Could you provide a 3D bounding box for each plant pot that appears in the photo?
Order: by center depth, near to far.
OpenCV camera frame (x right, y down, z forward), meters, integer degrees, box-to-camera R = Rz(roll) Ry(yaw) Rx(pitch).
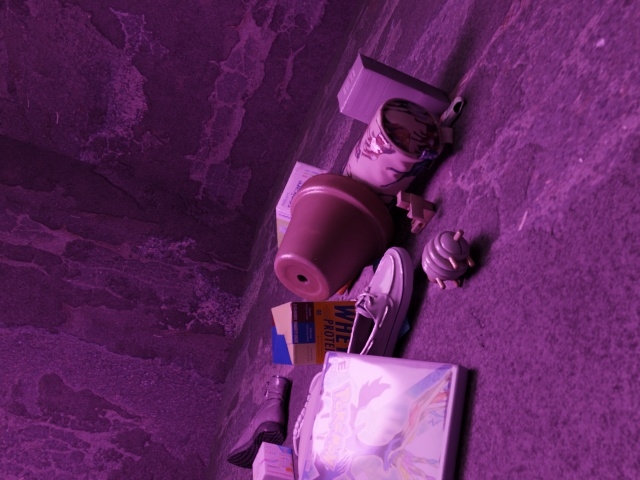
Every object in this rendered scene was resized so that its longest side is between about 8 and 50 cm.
[{"bbox_3d":[0.011,0.014,1.241,0.229,0.263,0.263,-56,2,-35],"label":"plant pot"}]

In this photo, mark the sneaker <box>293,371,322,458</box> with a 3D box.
[{"bbox_3d":[0.003,0.425,1.286,0.132,0.086,0.228,142,145,-62],"label":"sneaker"}]

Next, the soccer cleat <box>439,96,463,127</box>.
[{"bbox_3d":[0.291,-0.280,1.183,0.083,0.029,0.035,-59,14,27],"label":"soccer cleat"}]

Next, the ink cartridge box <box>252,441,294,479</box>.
[{"bbox_3d":[-0.132,0.657,1.494,0.143,0.092,0.089,-113,44,-68],"label":"ink cartridge box"}]

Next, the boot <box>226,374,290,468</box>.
[{"bbox_3d":[-0.195,0.616,1.801,0.338,0.118,0.222,-47,23,36],"label":"boot"}]

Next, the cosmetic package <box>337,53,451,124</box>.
[{"bbox_3d":[0.175,-0.331,1.268,0.107,0.238,0.127,-95,29,-52],"label":"cosmetic package"}]

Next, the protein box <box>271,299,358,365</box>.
[{"bbox_3d":[0.006,0.214,1.233,0.200,0.201,0.135,147,122,-69],"label":"protein box"}]

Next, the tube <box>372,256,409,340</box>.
[{"bbox_3d":[0.153,0.128,1.164,0.207,0.052,0.080,-95,24,-44],"label":"tube"}]

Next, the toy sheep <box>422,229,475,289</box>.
[{"bbox_3d":[0.223,0.029,0.935,0.091,0.091,0.132,-86,14,-44],"label":"toy sheep"}]

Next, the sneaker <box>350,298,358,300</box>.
[{"bbox_3d":[0.088,0.180,1.376,0.109,0.040,0.043,122,151,-62],"label":"sneaker"}]

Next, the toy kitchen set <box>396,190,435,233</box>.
[{"bbox_3d":[0.193,-0.048,1.145,0.068,0.083,0.075,-84,19,-44],"label":"toy kitchen set"}]

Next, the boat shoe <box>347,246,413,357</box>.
[{"bbox_3d":[0.113,0.140,1.093,0.096,0.088,0.267,31,108,59],"label":"boat shoe"}]

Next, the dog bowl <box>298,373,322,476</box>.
[{"bbox_3d":[0.047,0.397,1.103,0.265,0.104,0.264,-162,90,-76],"label":"dog bowl"}]

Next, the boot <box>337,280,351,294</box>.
[{"bbox_3d":[0.070,0.048,1.538,0.197,0.073,0.152,-88,17,-57],"label":"boot"}]

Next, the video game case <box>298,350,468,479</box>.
[{"bbox_3d":[0.086,0.358,0.886,0.300,0.036,0.328,-7,63,46],"label":"video game case"}]

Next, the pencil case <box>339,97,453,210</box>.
[{"bbox_3d":[0.142,-0.146,1.290,0.410,0.184,0.159,123,165,-53],"label":"pencil case"}]

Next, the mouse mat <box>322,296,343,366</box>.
[{"bbox_3d":[0.034,0.256,1.477,0.189,0.007,0.152,109,172,-59],"label":"mouse mat"}]

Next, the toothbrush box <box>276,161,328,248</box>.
[{"bbox_3d":[-0.064,-0.102,1.868,0.283,0.122,0.206,93,-164,-60],"label":"toothbrush box"}]
